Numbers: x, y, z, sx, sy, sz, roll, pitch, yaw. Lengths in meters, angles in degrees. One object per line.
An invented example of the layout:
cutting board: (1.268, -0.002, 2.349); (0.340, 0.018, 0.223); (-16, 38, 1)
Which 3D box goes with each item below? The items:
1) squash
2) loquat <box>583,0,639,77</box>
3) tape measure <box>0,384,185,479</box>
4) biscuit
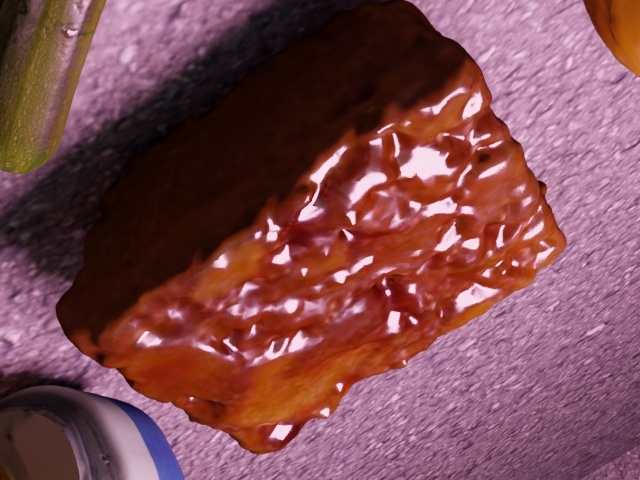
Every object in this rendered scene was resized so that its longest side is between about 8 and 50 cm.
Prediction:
squash: (-0.181, -0.134, 0.670); (0.066, 0.066, 0.229); (-4, 139, -40)
loquat: (0.340, -0.242, 0.823); (0.263, 0.263, 0.263); (-24, 149, -16)
tape measure: (-0.262, 0.280, 0.999); (0.262, 0.259, 0.138); (-44, 150, 17)
biscuit: (0.000, 0.000, 0.910); (0.395, 0.166, 0.342); (-34, 146, 7)
